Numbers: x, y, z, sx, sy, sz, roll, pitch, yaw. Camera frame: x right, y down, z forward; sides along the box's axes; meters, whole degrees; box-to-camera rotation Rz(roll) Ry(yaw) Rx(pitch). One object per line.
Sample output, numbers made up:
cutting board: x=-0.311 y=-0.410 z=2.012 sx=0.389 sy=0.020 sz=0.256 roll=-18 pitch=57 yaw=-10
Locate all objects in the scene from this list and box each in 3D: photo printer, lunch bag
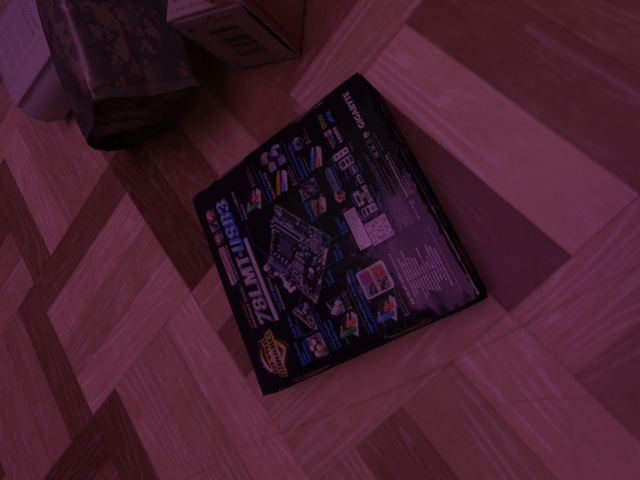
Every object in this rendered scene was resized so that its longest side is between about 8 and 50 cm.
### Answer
photo printer: x=-0.517 y=-0.430 z=0.844 sx=0.307 sy=0.107 sz=0.256 roll=-41 pitch=67 yaw=19
lunch bag: x=-0.322 y=-0.285 z=0.651 sx=0.287 sy=0.168 sz=0.236 roll=-7 pitch=102 yaw=57

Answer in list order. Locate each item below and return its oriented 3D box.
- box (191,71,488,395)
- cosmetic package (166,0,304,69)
box: x=0.000 y=0.000 z=0.532 sx=0.293 sy=0.073 sz=0.296 roll=-32 pitch=71 yaw=24
cosmetic package: x=-0.102 y=-0.416 z=0.583 sx=0.129 sy=0.153 sz=0.297 roll=2 pitch=88 yaw=28
